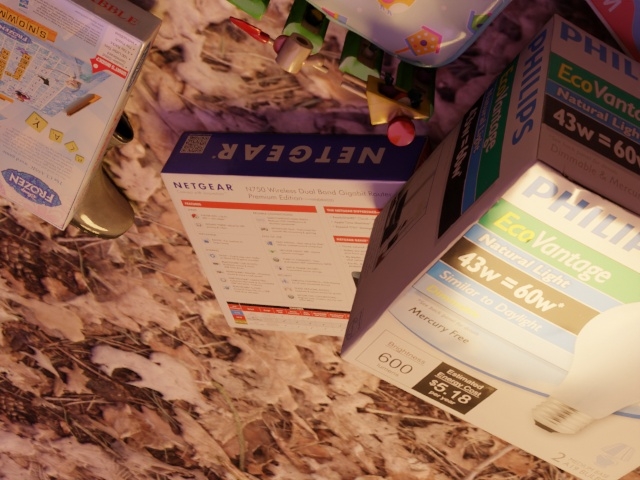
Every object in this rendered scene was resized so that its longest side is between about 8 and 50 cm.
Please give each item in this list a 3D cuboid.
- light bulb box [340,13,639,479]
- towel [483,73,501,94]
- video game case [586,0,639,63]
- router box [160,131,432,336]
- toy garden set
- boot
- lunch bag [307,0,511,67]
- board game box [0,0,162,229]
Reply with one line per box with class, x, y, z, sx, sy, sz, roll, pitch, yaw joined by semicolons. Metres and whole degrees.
light bulb box;0.271;0.028;1.204;0.358;0.225;0.361;27;136;-12
towel;0.286;-0.072;1.313;0.282;0.049;0.187;25;139;-4
video game case;0.406;-0.238;1.084;0.285;0.025;0.204;-21;125;41
router box;0.000;0.000;1.502;0.335;0.082;0.301;4;137;22
toy garden set;0.019;-0.202;1.180;0.244;0.204;0.049;30;118;-10
boot;-0.301;-0.107;1.530;0.161;0.083;0.246;-23;125;34
lunch bag;0.073;-0.306;1.097;0.279;0.108;0.224;30;135;-12
board game box;-0.390;-0.210;1.400;0.319;0.066;0.318;30;128;-5
